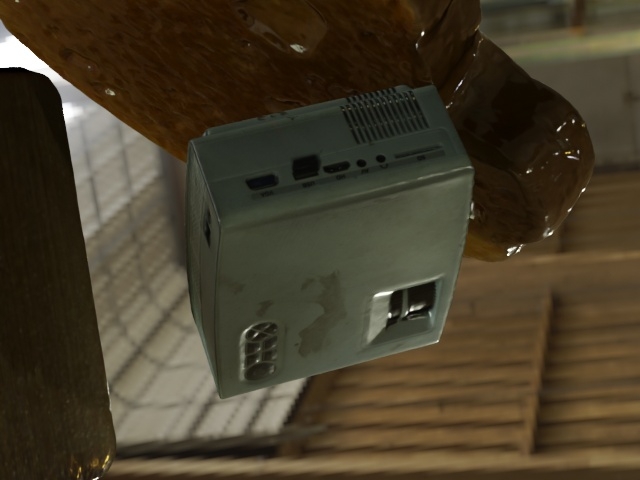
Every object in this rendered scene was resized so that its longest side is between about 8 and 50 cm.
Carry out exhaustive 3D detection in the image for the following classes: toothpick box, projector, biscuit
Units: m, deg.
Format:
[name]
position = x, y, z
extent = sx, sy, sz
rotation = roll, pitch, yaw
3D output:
[toothpick box]
position = -0.276, 0.046, 0.771
extent = 0.308, 0.190, 0.187
rotation = -10, -178, 31
[projector]
position = 0.000, 0.000, 0.757
extent = 0.115, 0.147, 0.061
rotation = -13, -122, -11
[biscuit]
position = -0.034, -0.108, 0.831
extent = 0.074, 0.359, 0.381
rotation = -61, -164, -19
